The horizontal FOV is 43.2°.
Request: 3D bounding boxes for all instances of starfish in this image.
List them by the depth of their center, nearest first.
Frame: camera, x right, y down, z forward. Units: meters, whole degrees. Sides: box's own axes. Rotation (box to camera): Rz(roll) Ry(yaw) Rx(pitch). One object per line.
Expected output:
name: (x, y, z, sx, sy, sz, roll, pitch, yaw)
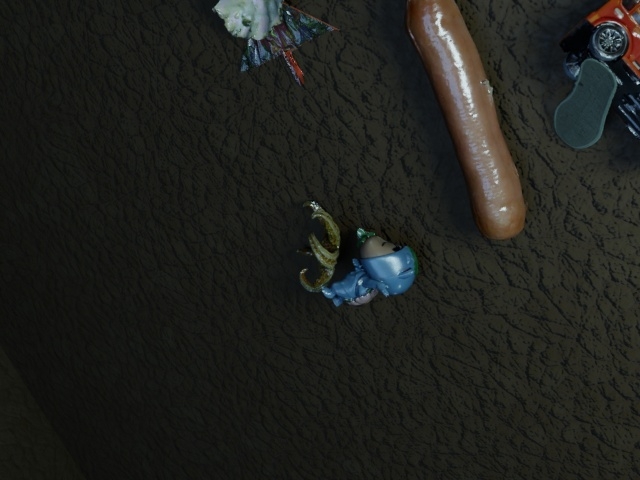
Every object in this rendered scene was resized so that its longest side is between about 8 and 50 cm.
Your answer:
starfish: (-0.001, -0.001, 1.523, 0.074, 0.146, 0.190, 6, 137, -5)

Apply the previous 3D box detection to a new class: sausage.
sausage: (0.230, -0.195, 1.258, 0.094, 0.094, 0.419, -20, 106, 10)

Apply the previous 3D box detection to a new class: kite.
kite: (-0.071, -0.359, 1.420, 0.232, 0.009, 0.189, -17, 106, 40)

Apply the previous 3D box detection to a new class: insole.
insole: (0.369, -0.183, 1.128, 0.080, 0.003, 0.232, 46, 171, 16)

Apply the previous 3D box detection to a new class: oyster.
oyster: (-0.108, -0.429, 1.366, 0.132, 0.072, 0.209, 27, 141, 11)

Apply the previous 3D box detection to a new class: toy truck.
toy truck: (0.440, -0.206, 1.075, 0.253, 0.114, 0.107, 49, 172, 1)

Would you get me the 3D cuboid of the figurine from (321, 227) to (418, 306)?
figurine: (0.084, 0.047, 1.471, 0.178, 0.114, 0.145, -28, 77, 12)
